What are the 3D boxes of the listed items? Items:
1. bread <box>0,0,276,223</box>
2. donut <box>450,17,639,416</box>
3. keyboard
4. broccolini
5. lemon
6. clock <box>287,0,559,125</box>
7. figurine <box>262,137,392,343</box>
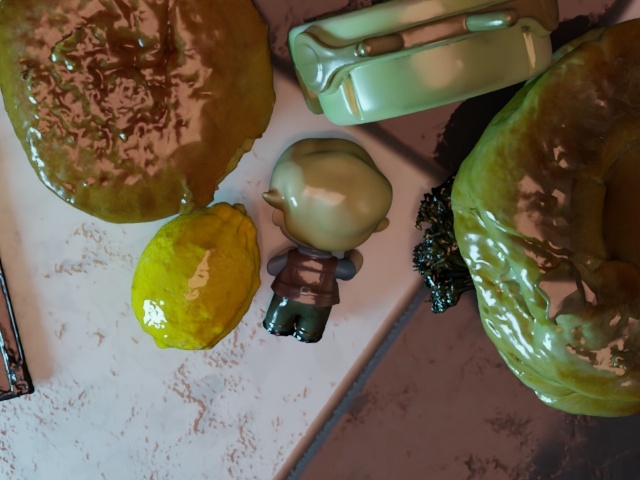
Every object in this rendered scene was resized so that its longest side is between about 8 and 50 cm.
[{"bbox_3d":[-0.164,-0.154,1.495,0.268,0.146,0.268,-1,99,-5],"label":"bread"},{"bbox_3d":[0.288,-0.014,1.475,0.360,0.170,0.360,0,90,-12],"label":"donut"},{"bbox_3d":[-0.344,0.037,1.581,0.087,0.017,0.250,-13,99,0],"label":"keyboard"},{"bbox_3d":[0.208,-0.031,1.568,0.271,0.062,0.123,-21,103,-5],"label":"broccolini"},{"bbox_3d":[-0.112,0.033,1.533,0.114,0.114,0.155,27,99,-4],"label":"lemon"},{"bbox_3d":[0.091,-0.166,1.411,0.235,0.308,0.096,-14,97,2],"label":"clock"},{"bbox_3d":[0.000,0.000,1.550,0.114,0.108,0.196,15,116,7],"label":"figurine"}]
